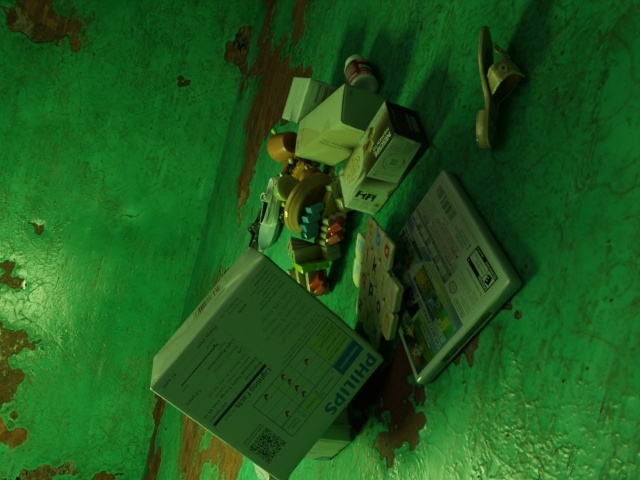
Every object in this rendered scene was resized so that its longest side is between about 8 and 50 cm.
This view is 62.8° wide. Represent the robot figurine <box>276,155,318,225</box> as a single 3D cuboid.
[{"bbox_3d":[-0.110,-0.189,1.909,0.291,0.085,0.211,-61,28,30],"label":"robot figurine"}]

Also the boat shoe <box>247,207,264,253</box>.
[{"bbox_3d":[-0.271,-0.036,2.192,0.080,0.076,0.229,-13,66,64],"label":"boat shoe"}]

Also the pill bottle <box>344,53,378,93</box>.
[{"bbox_3d":[0.118,-0.490,1.562,0.086,0.086,0.152,-57,31,38],"label":"pill bottle"}]

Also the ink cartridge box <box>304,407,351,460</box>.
[{"bbox_3d":[0.008,0.466,1.282,0.143,0.092,0.090,-54,31,38],"label":"ink cartridge box"}]

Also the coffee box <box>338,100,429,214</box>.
[{"bbox_3d":[0.150,-0.203,1.316,0.246,0.098,0.141,-55,32,41],"label":"coffee box"}]

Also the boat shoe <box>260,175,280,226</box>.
[{"bbox_3d":[-0.183,-0.142,1.864,0.066,0.063,0.184,11,93,58],"label":"boat shoe"}]

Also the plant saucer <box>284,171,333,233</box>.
[{"bbox_3d":[-0.023,-0.105,1.562,0.037,0.200,0.200,34,111,35],"label":"plant saucer"}]

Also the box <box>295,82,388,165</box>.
[{"bbox_3d":[0.054,-0.332,1.548,0.311,0.148,0.121,162,118,-64],"label":"box"}]

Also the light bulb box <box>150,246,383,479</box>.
[{"bbox_3d":[-0.124,0.266,1.187,0.358,0.361,0.225,-49,15,-6],"label":"light bulb box"}]

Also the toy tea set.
[{"bbox_3d":[-0.087,-0.209,1.735,0.124,0.200,0.336,-6,77,56],"label":"toy tea set"}]

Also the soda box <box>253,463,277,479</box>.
[{"bbox_3d":[-0.160,0.677,1.582,0.183,0.058,0.063,38,112,65],"label":"soda box"}]

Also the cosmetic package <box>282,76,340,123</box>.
[{"bbox_3d":[-0.019,-0.455,1.767,0.183,0.151,0.151,43,117,64],"label":"cosmetic package"}]

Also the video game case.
[{"bbox_3d":[0.235,0.068,1.063,0.300,0.036,0.329,-60,29,33],"label":"video game case"}]

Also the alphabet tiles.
[{"bbox_3d":[0.128,0.098,1.216,0.284,0.021,0.278,-117,28,-62],"label":"alphabet tiles"}]

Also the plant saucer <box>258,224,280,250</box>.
[{"bbox_3d":[-0.195,-0.049,2.079,0.195,0.037,0.195,-44,39,50],"label":"plant saucer"}]

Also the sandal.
[{"bbox_3d":[0.347,-0.292,0.992,0.079,0.088,0.240,1,84,34],"label":"sandal"}]

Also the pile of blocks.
[{"bbox_3d":[0.000,0.000,1.481,0.112,0.149,0.362,17,92,66],"label":"pile of blocks"}]
